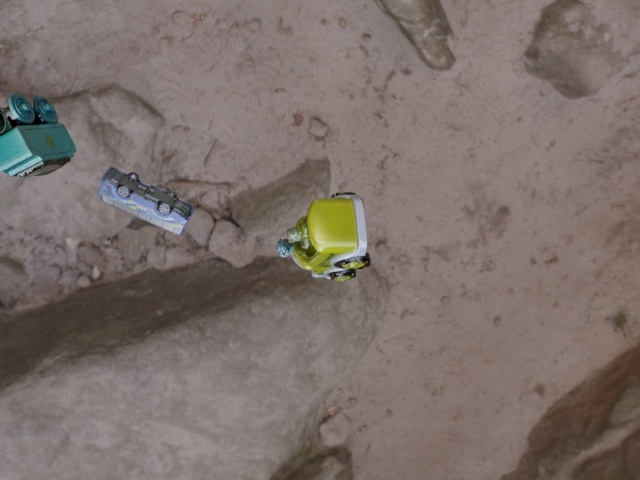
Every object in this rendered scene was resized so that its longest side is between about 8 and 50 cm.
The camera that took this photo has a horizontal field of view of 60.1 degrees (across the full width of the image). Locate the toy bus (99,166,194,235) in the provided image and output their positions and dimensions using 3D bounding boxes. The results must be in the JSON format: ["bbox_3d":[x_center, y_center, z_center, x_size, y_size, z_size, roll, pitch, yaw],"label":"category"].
[{"bbox_3d":[-0.291,-0.064,0.924,0.152,0.051,0.061,24,125,-12],"label":"toy bus"}]

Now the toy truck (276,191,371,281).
[{"bbox_3d":[0.000,0.000,0.543,0.076,0.076,0.111,-1,162,-18],"label":"toy truck"}]

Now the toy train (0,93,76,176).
[{"bbox_3d":[-0.596,-0.213,1.133,0.107,0.198,0.155,-22,98,11],"label":"toy train"}]
